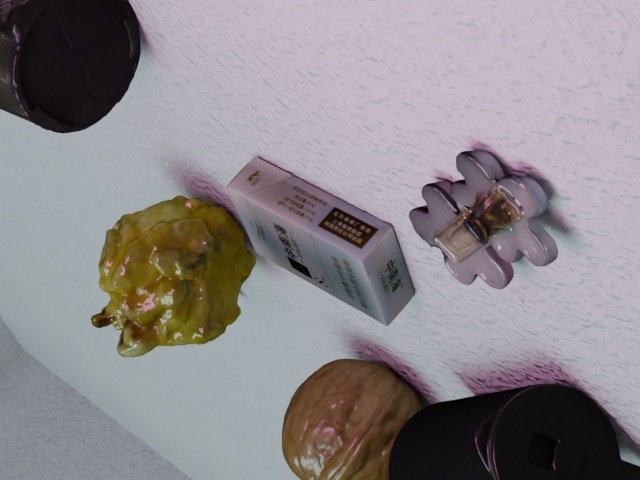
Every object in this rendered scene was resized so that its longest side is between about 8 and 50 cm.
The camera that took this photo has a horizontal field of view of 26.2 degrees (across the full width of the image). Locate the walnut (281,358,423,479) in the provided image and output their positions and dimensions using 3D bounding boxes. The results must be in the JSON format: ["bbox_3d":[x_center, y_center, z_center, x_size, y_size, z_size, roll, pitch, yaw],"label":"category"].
[{"bbox_3d":[0.051,0.294,2.083,0.228,0.228,0.228,37,160,16],"label":"walnut"}]

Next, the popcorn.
[{"bbox_3d":[-0.231,0.053,2.059,0.233,0.266,0.192,48,174,-40],"label":"popcorn"}]

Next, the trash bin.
[{"bbox_3d":[-0.397,-0.269,1.790,0.302,0.203,0.252,23,171,40],"label":"trash bin"}]

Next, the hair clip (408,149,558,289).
[{"bbox_3d":[0.168,-0.012,1.455,0.146,0.075,0.257,44,167,1],"label":"hair clip"}]

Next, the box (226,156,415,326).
[{"bbox_3d":[0.000,0.000,1.795,0.243,0.067,0.155,29,155,32],"label":"box"}]

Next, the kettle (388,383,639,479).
[{"bbox_3d":[0.258,0.312,1.769,0.262,0.203,0.308,46,157,-4],"label":"kettle"}]
